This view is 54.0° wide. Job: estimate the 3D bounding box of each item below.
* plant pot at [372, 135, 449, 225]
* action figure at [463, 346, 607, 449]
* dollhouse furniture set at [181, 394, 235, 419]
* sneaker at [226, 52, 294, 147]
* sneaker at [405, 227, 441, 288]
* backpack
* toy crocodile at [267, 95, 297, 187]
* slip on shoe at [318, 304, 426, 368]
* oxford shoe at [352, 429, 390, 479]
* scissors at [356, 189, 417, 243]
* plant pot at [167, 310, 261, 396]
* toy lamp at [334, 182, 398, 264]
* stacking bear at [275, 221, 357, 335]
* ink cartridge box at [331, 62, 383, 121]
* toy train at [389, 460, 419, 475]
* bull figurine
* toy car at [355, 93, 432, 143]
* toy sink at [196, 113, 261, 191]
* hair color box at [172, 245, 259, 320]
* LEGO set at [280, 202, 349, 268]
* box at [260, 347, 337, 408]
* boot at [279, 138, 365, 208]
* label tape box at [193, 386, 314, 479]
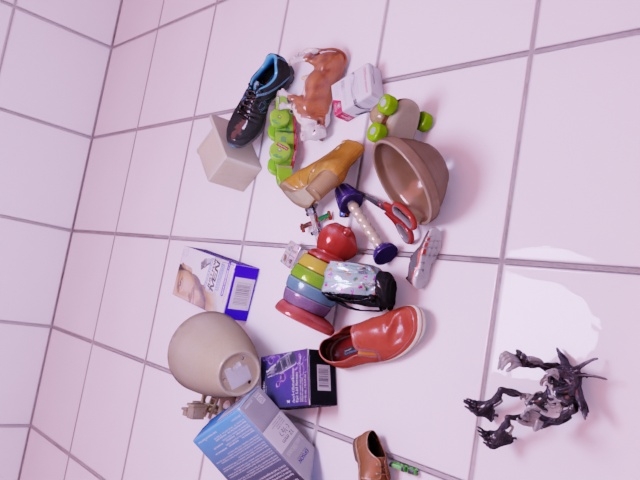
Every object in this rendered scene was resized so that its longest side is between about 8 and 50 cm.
[{"bbox_3d":[0.239,-0.165,1.551,0.110,0.237,0.237,-32,45,-13],"label":"plant pot"},{"bbox_3d":[0.416,0.308,1.244,0.276,0.141,0.164,-44,39,31],"label":"action figure"},{"bbox_3d":[-0.392,0.509,2.026,0.182,0.161,0.101,0,78,46],"label":"dollhouse furniture set"},{"bbox_3d":[-0.222,-0.469,2.087,0.125,0.140,0.340,31,91,15],"label":"sneaker"},{"bbox_3d":[0.247,0.038,1.561,0.065,0.061,0.157,26,98,54],"label":"sneaker"},{"bbox_3d":[0.095,0.114,1.600,0.182,0.152,0.115,7,73,21],"label":"backpack"},{"bbox_3d":[-0.115,-0.318,2.020,0.115,0.105,0.340,109,161,-63],"label":"toy crocodile"},{"bbox_3d":[0.127,0.250,1.595,0.331,0.101,0.123,-28,58,37],"label":"slip on shoe"},{"bbox_3d":[0.135,0.558,1.504,0.076,0.076,0.212,-55,43,42],"label":"oxford shoe"},{"bbox_3d":[0.171,-0.097,1.671,0.297,0.021,0.109,52,159,44],"label":"scissors"},{"bbox_3d":[-0.286,0.358,1.845,0.274,0.257,0.256,10,86,61],"label":"plant pot"},{"bbox_3d":[0.117,-0.055,1.713,0.080,0.080,0.274,-52,49,23],"label":"toy lamp"},{"bbox_3d":[0.007,0.089,1.728,0.289,0.164,0.175,-64,20,-2],"label":"stacking bear"},{"bbox_3d":[0.109,-0.432,1.838,0.150,0.063,0.109,-22,63,40],"label":"ink cartridge box"},{"bbox_3d":[0.197,0.541,1.492,0.083,0.024,0.017,-1,78,46],"label":"toy train"},{"bbox_3d":[-0.028,-0.454,1.941,0.188,0.101,0.310,21,86,11],"label":"bull figurine"},{"bbox_3d":[0.174,-0.312,1.680,0.188,0.155,0.149,30,101,57],"label":"toy car"},{"bbox_3d":[-0.331,-0.305,2.206,0.131,0.153,0.234,-46,50,28],"label":"toy sink"},{"bbox_3d":[-0.364,0.142,2.145,0.339,0.110,0.185,14,90,49],"label":"hair color box"},{"bbox_3d":[0.000,0.000,1.861,0.182,0.060,0.244,33,105,34],"label":"LEGO set"},{"bbox_3d":[-0.063,0.391,1.750,0.207,0.108,0.153,-20,65,42],"label":"box"},{"bbox_3d":[0.009,-0.201,1.840,0.211,0.104,0.295,-47,19,-16],"label":"boot"},{"bbox_3d":[-0.151,0.605,1.737,0.347,0.115,0.249,47,126,-2],"label":"label tape box"}]
